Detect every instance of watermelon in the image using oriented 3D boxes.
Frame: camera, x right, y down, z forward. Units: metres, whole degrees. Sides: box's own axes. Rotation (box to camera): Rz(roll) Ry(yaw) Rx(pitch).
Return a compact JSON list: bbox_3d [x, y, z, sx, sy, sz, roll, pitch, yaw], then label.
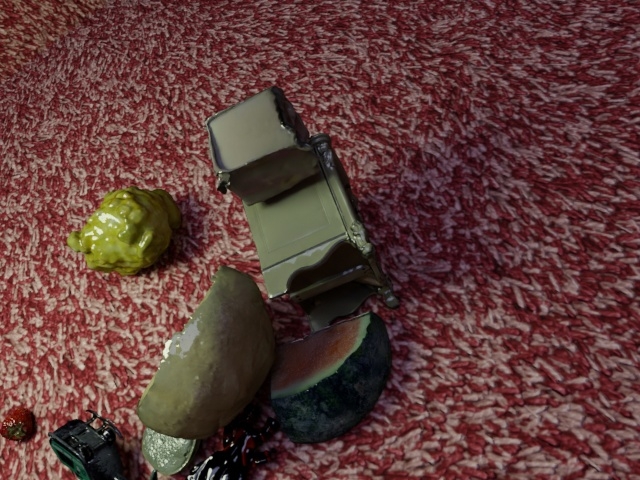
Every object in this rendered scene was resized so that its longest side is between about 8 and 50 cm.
[{"bbox_3d":[0.006,0.256,1.042,0.226,0.148,0.318,27,71,39],"label":"watermelon"}]

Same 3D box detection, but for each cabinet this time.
[{"bbox_3d":[0.000,0.000,1.097,0.227,0.290,0.318,-25,56,5],"label":"cabinet"}]

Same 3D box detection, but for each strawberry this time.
[{"bbox_3d":[-0.747,0.452,1.247,0.073,0.073,0.083,-35,31,-2],"label":"strawberry"}]

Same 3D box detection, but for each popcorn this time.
[{"bbox_3d":[-0.516,-0.026,1.345,0.250,0.242,0.235,-24,81,15],"label":"popcorn"}]

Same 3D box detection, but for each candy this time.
[{"bbox_3d":[-0.113,-0.178,0.984,0.195,0.137,0.185,-25,57,8],"label":"candy"}]

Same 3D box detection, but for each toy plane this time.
[{"bbox_3d":[-0.464,0.488,1.081,0.382,0.155,0.106,18,26,26],"label":"toy plane"}]

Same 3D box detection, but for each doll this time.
[{"bbox_3d":[-0.181,0.461,1.024,0.127,0.088,0.248,2,50,45],"label":"doll"}]

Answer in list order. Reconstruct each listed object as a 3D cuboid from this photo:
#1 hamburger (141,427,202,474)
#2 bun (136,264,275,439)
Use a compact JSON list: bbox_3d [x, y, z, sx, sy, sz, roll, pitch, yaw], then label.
[{"bbox_3d":[-0.322,0.434,1.100,0.140,0.062,0.133,25,76,28],"label":"hamburger"},{"bbox_3d":[-0.207,0.241,1.031,0.202,0.364,0.364,29,70,-6],"label":"bun"}]
